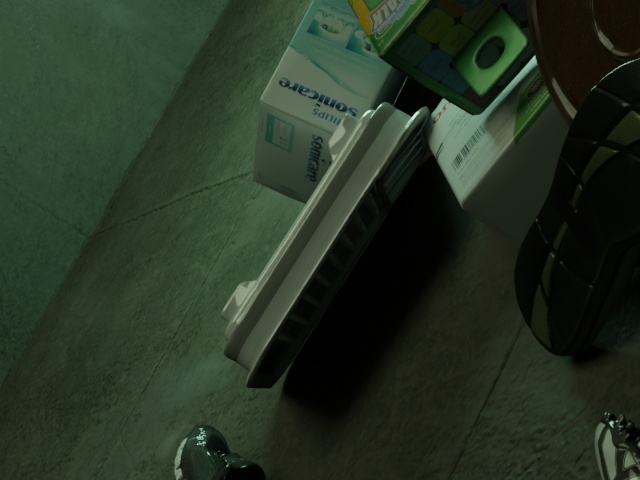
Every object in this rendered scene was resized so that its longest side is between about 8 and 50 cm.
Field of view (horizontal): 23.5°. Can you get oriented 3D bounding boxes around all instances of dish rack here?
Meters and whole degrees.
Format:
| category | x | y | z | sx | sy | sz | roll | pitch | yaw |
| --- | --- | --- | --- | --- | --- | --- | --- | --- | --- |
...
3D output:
| category | x | y | z | sx | sy | sz | roll | pitch | yaw |
| --- | --- | --- | --- | --- | --- | --- | --- | --- | --- |
| dish rack | 0.000 | 0.000 | 1.628 | 0.333 | 0.072 | 0.285 | -58 | -6 | -2 |

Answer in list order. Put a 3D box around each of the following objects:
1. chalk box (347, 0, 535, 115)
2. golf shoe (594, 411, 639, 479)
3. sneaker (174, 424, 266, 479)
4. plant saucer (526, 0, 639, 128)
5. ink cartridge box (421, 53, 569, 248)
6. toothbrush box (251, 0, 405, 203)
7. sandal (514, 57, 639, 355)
| category | x | y | z | sx | sy | sz | roll | pitch | yaw |
| --- | --- | --- | --- | --- | --- | --- | --- | --- | --- |
| chalk box | 0.120 | -0.214 | 1.394 | 0.132 | 0.132 | 0.213 | -49 | 37 | 19 |
| golf shoe | 0.196 | 0.176 | 0.946 | 0.094 | 0.077 | 0.198 | -53 | 16 | 11 |
| sneaker | -0.095 | 0.256 | 1.596 | 0.106 | 0.078 | 0.234 | -47 | 23 | 19 |
| plant saucer | 0.247 | -0.181 | 1.170 | 0.310 | 0.050 | 0.310 | 33 | 129 | 55 |
| ink cartridge box | 0.191 | -0.107 | 1.440 | 0.160 | 0.092 | 0.219 | -51 | 18 | 14 |
| toothbrush box | 0.035 | -0.210 | 1.876 | 0.216 | 0.126 | 0.295 | 101 | -167 | -67 |
| sandal | 0.229 | -0.028 | 1.134 | 0.303 | 0.086 | 0.120 | 113 | 143 | -52 |
